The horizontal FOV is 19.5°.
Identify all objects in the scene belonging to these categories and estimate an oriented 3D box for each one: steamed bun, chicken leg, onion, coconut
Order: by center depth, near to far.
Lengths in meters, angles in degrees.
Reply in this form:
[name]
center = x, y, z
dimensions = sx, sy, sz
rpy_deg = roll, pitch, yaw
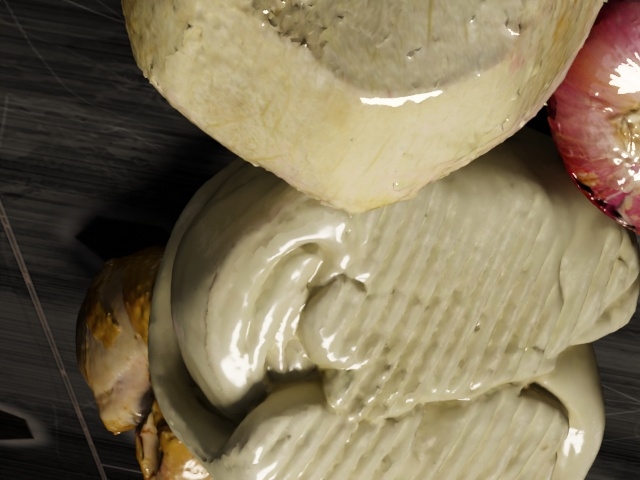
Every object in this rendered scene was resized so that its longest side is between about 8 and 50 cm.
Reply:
[coconut]
center = 0.022, -0.168, 1.131
dimensions = 0.297, 0.297, 0.254
rpy_deg = 14, 151, 1
[onion]
center = 0.272, -0.112, 1.267
dimensions = 0.230, 0.163, 0.230
rpy_deg = 13, 124, 21
[steamed bun]
center = 0.037, 0.050, 1.379
dimensions = 0.368, 0.342, 0.255
rpy_deg = 20, -172, -37
[chicken leg]
center = -0.109, 0.115, 1.714
dimensions = 0.182, 0.295, 0.409
rpy_deg = 1, 162, -21

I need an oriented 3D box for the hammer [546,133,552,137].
[hammer]
center = 0.240, -0.087, 1.445
dimensions = 0.292, 0.058, 0.029
rpy_deg = -9, 142, 46
